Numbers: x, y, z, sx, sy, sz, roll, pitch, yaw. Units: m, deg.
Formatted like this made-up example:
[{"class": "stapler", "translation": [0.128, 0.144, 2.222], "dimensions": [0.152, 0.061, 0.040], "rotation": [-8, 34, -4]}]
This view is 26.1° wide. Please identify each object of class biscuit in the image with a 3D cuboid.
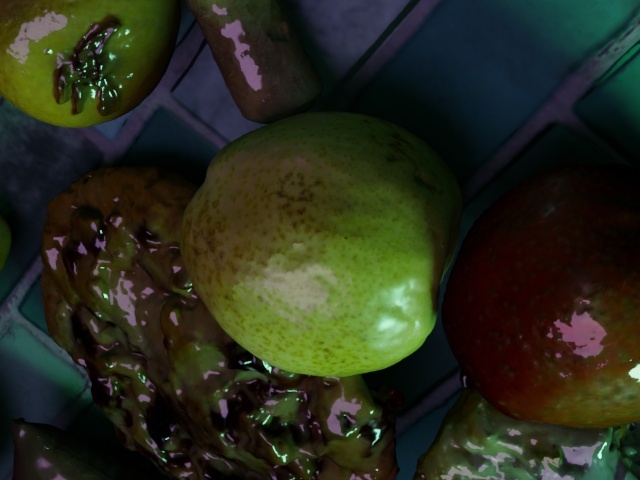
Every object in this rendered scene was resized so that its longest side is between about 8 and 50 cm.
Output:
[{"class": "biscuit", "translation": [-0.090, 0.096, 1.030], "dimensions": [0.334, 0.081, 0.289], "rotation": [34, 138, 19]}]

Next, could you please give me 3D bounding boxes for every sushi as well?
[{"class": "sushi", "translation": [0.157, 0.188, 0.953], "dimensions": [0.184, 0.139, 0.274], "rotation": [28, 140, 11]}]

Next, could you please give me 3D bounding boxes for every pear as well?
[{"class": "pear", "translation": [0.000, 0.000, 0.855], "dimensions": [0.178, 0.178, 0.178], "rotation": [17, 135, 18]}]

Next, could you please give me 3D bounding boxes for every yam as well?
[{"class": "yam", "translation": [-0.072, -0.196, 0.805], "dimensions": [0.066, 0.066, 0.299], "rotation": [-2, 129, 32]}]

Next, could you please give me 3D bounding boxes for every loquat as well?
[{"class": "loquat", "translation": [-0.151, -0.140, 0.850], "dimensions": [0.141, 0.141, 0.141], "rotation": [17, 135, 18]}]

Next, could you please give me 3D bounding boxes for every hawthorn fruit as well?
[{"class": "hawthorn fruit", "translation": [0.143, 0.043, 0.814], "dimensions": [0.157, 0.157, 0.194], "rotation": [45, 131, -11]}]

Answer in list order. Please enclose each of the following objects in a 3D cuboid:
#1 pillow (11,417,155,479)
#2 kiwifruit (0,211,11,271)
[{"class": "pillow", "translation": [-0.175, 0.314, 1.290], "dimensions": [0.305, 0.108, 0.308], "rotation": [30, 138, 2]}, {"class": "kiwifruit", "translation": [-0.297, 0.011, 1.122], "dimensions": [0.075, 0.075, 0.124], "rotation": [44, 133, -10]}]
